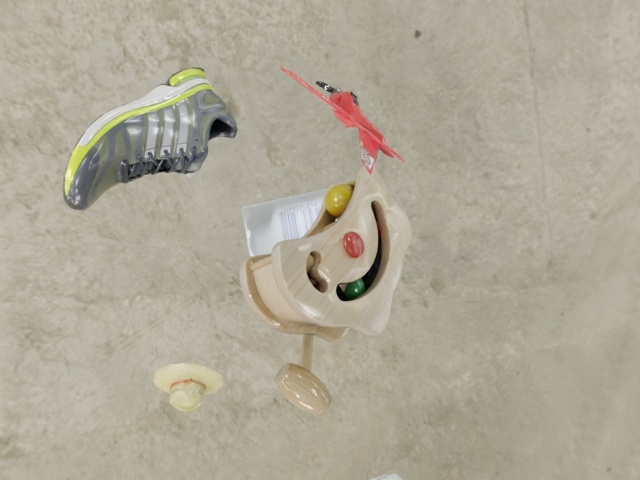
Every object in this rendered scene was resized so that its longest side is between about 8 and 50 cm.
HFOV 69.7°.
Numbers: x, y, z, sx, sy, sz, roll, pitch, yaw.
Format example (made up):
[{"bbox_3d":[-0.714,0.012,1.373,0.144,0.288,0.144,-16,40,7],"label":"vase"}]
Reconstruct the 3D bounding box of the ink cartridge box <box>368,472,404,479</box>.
[{"bbox_3d":[0.089,0.300,0.352,0.045,0.179,0.145,-35,112,27],"label":"ink cartridge box"}]

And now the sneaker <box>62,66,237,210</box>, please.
[{"bbox_3d":[-0.236,-0.139,0.671,0.121,0.111,0.300,42,60,-4],"label":"sneaker"}]

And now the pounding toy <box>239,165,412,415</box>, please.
[{"bbox_3d":[-0.016,0.041,0.529,0.154,0.155,0.269,39,53,-23],"label":"pounding toy"}]

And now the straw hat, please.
[{"bbox_3d":[-0.274,0.315,0.946,0.145,0.144,0.061,12,42,-17],"label":"straw hat"}]

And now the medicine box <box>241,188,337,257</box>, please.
[{"bbox_3d":[0.000,0.000,1.019,0.264,0.289,0.149,-12,77,6],"label":"medicine box"}]

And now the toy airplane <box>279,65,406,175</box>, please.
[{"bbox_3d":[0.029,-0.110,0.417,0.151,0.151,0.028,41,112,-12],"label":"toy airplane"}]
